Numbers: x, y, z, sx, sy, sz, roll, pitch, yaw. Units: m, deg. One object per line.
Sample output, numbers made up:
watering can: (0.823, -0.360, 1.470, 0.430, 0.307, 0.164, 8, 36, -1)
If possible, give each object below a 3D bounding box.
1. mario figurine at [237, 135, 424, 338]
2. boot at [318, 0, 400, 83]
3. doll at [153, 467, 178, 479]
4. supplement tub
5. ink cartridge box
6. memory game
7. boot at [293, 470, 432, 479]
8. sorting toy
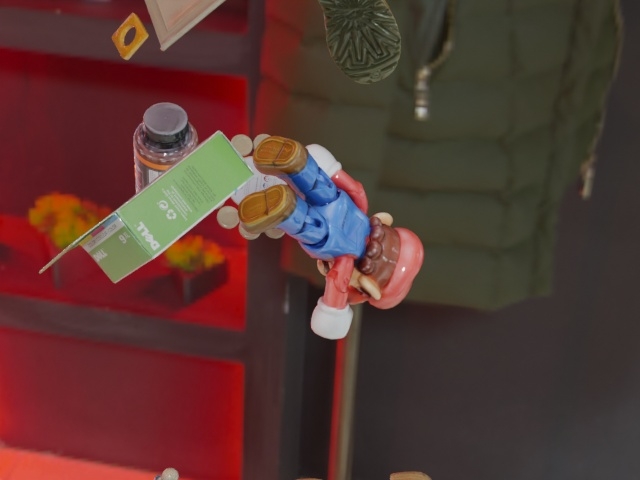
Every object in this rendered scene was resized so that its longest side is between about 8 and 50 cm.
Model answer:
mario figurine: (0.000, 0.000, 1.629, 0.198, 0.320, 0.170, -50, 42, 0)
boot: (0.032, -0.366, 1.563, 0.089, 0.236, 0.269, -15, 40, 9)
doll: (-0.129, 0.260, 1.058, 0.046, 0.189, 0.129, 28, 58, -36)
supplement tub: (-0.250, -0.133, 1.976, 0.106, 0.198, 0.106, 3, 52, -4)
ink cartridge box: (-0.174, -0.019, 1.234, 0.209, 0.062, 0.109, -42, 9, -34)
memory game: (-0.101, -0.087, 1.941, 0.186, 0.012, 0.186, 4, 69, -11)
boot: (0.013, 0.397, 1.513, 0.295, 0.104, 0.211, -15, 30, 14)
sorting toy: (-0.221, -0.436, 2.065, 0.047, 0.348, 0.196, 22, 42, -50)
